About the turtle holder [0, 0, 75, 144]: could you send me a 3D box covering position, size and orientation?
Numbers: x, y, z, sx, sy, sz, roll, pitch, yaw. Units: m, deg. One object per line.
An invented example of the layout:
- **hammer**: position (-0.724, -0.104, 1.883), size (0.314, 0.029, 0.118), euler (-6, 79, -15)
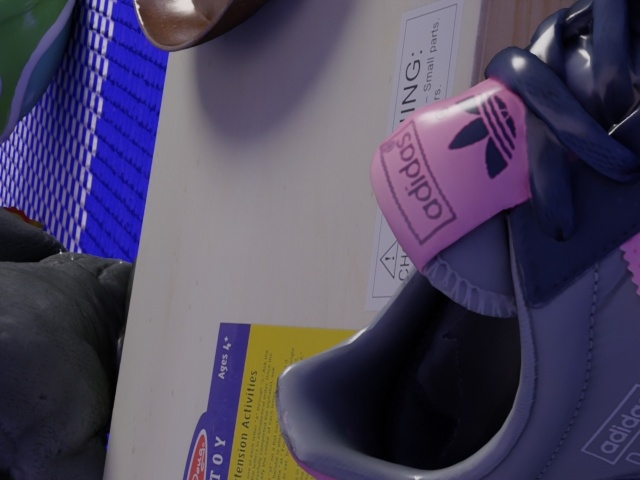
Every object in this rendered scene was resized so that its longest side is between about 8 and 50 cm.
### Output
- **turtle holder**: position (-0.341, -0.222, 1.419), size (0.320, 0.243, 0.227), euler (-122, 24, -45)

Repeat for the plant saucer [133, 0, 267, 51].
- **plant saucer**: position (-0.035, -0.158, 0.669), size (0.168, 0.029, 0.169), euler (-33, 51, 53)

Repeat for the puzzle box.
- **puzzle box**: position (0.000, 0.000, 0.630), size (0.272, 0.052, 0.409), euler (-2, 78, 61)

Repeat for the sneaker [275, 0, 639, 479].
- **sneaker**: position (0.088, -0.026, 0.374), size (0.112, 0.131, 0.319), euler (-105, 29, -44)

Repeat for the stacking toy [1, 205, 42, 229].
- **stacking toy**: position (-0.306, 0.096, 1.500), size (0.167, 0.052, 0.221), euler (144, 127, -64)

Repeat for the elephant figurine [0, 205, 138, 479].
- **elephant figurine**: position (-0.137, 0.053, 0.833), size (0.186, 0.169, 0.239), euler (-47, 6, 37)
